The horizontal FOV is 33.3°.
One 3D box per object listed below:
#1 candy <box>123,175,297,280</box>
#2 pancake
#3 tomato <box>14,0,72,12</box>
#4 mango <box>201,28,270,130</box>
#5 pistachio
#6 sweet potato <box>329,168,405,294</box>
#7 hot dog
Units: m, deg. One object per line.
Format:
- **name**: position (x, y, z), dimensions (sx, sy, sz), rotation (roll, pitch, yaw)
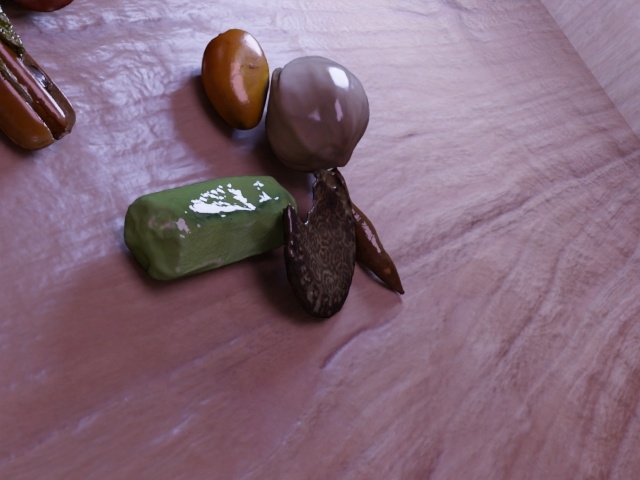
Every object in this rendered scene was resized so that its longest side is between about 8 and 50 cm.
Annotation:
- **candy**: position (-0.178, -0.029, 1.791), dimensions (0.142, 0.132, 0.343), rotation (19, 20, 31)
- **pancake**: position (0.000, 0.000, 1.917), dimensions (0.286, 0.033, 0.288), rotation (40, 48, -55)
- **tomato**: position (-0.509, -0.485, 1.849), dimensions (0.236, 0.095, 0.237), rotation (31, 37, -27)
- **mango**: position (-0.158, -0.306, 2.047), dimensions (0.144, 0.112, 0.219), rotation (21, 48, -41)
- **pistachio**: position (-0.010, -0.256, 2.088), dimensions (0.226, 0.208, 0.332), rotation (42, 28, -18)
- **sweet potato**: position (0.080, -0.009, 2.089), dimensions (0.059, 0.067, 0.281), rotation (-30, 87, -16)
- **hot dog**: position (-0.517, -0.288, 1.664), dimensions (0.337, 0.100, 0.135), rotation (48, 37, -4)
